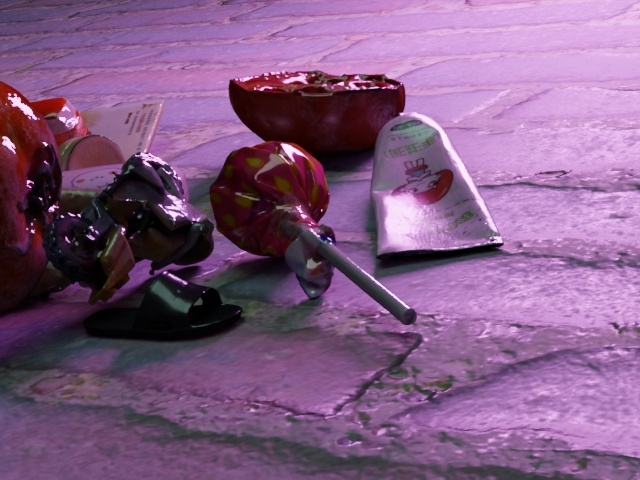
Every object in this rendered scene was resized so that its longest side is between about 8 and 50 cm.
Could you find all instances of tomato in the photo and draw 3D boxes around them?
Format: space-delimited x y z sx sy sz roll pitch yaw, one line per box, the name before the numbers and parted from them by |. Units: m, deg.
tomato | 0.001 -0.157 1.762 0.228 0.101 0.228 -2 15 1
tomato | -0.350 -0.036 1.319 0.189 0.232 0.232 4 21 12

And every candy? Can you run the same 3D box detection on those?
candy | 0.000 0.000 1.295 0.124 0.124 0.365 -18 27 -20

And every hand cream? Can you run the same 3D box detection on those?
hand cream | 0.107 -0.056 1.467 0.121 0.076 0.336 -12 25 3

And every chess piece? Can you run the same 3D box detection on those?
chess piece | -0.326 -0.086 1.744 0.170 0.094 0.094 4 23 45

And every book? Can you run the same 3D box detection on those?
book | -0.365 -0.122 1.916 0.289 0.026 0.201 -9 31 9

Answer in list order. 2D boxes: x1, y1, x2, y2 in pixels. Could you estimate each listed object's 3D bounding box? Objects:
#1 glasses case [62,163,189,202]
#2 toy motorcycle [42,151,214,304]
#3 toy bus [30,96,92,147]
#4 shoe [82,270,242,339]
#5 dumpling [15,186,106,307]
glasses case | -0.297 -0.036 1.596 0.297 0.075 0.113 -10 20 6
toy motorcycle | -0.178 -0.007 1.375 0.094 0.130 0.229 -37 7 32
toy bus | -0.395 -0.139 1.852 0.174 0.077 0.079 -10 32 10
shoe | -0.151 0.057 1.275 0.159 0.053 0.062 -5 15 26
dumpling | -0.348 0.014 1.462 0.332 0.166 0.086 6 -23 2
